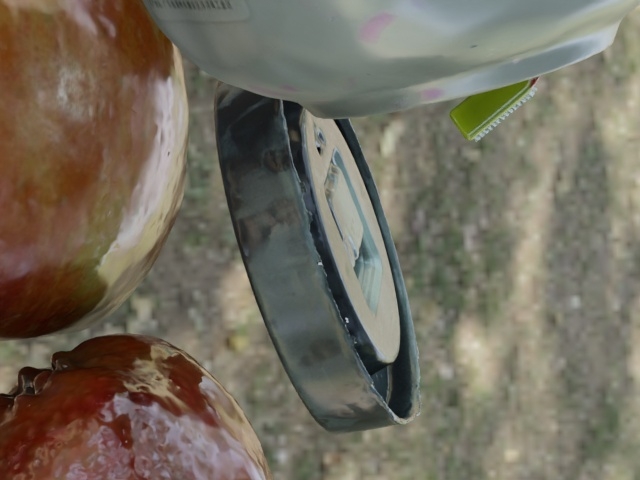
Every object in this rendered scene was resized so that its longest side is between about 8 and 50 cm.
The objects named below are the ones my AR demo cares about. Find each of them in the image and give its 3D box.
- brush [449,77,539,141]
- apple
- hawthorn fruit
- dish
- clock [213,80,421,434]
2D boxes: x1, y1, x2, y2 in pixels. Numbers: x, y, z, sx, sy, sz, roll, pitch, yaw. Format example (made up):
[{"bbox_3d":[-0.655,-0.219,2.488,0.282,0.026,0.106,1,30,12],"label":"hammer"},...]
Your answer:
[{"bbox_3d":[0.100,-0.081,0.898,0.019,0.083,0.021,56,21,23],"label":"brush"},{"bbox_3d":[-0.208,-0.091,1.009,0.301,0.301,0.301,11,76,-55],"label":"apple"},{"bbox_3d":[-0.106,0.184,1.022,0.205,0.205,0.253,-38,104,-51],"label":"hawthorn fruit"},{"bbox_3d":[0.044,-0.122,0.746,0.256,0.256,0.117,-30,107,-53],"label":"dish"},{"bbox_3d":[0.000,0.000,1.746,0.386,0.076,0.386,-18,90,-79],"label":"clock"}]
